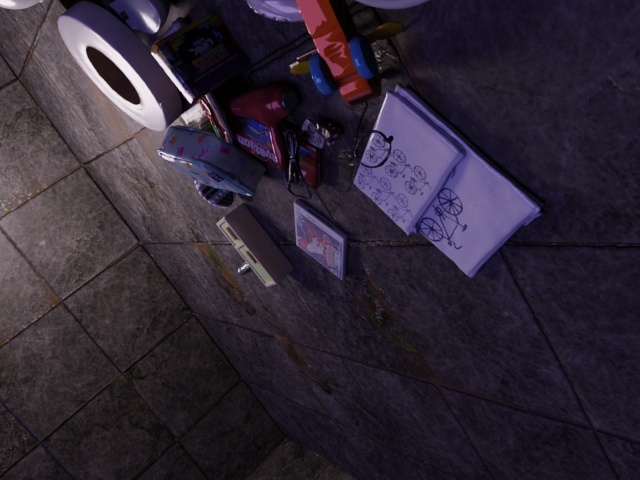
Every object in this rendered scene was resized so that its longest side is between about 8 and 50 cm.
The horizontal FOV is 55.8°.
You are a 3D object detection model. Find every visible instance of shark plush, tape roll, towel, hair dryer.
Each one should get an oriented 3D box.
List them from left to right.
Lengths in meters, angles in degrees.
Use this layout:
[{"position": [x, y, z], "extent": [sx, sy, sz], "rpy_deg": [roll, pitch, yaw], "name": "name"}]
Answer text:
[{"position": [-0.542, -0.465, 1.649], "extent": [0.392, 0.072, 0.392], "rpy_deg": [35, 160, 15], "name": "tape roll"}, {"position": [-0.333, -0.408, 1.614], "extent": [0.312, 0.056, 0.324], "rpy_deg": [54, 153, -18], "name": "towel"}, {"position": [-0.241, 0.100, 2.139], "extent": [0.161, 0.067, 0.073], "rpy_deg": [8, 133, 55], "name": "shark plush"}, {"position": [-0.105, -0.240, 1.355], "extent": [0.293, 0.080, 0.224], "rpy_deg": [44, 128, 18], "name": "hair dryer"}]

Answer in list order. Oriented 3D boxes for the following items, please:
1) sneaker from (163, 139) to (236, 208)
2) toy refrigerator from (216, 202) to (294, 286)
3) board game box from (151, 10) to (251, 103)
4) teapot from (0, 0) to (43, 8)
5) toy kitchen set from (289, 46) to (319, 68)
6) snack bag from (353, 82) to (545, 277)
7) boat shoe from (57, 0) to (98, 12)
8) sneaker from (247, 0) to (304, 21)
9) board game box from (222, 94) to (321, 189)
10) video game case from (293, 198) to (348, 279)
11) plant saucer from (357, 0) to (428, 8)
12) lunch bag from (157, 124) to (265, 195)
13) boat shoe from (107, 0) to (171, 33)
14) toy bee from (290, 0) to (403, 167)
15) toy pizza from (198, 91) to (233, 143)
[{"position": [-0.365, -0.227, 1.866], "extent": [0.292, 0.110, 0.118], "rpy_deg": [52, -176, -25], "name": "sneaker"}, {"position": [-0.214, 0.020, 1.954], "extent": [0.269, 0.094, 0.102], "rpy_deg": [53, 155, -7], "name": "toy refrigerator"}, {"position": [-0.263, -0.408, 1.342], "extent": [0.141, 0.170, 0.048], "rpy_deg": [51, 153, -7], "name": "board game box"}, {"position": [-0.856, -0.795, 1.756], "extent": [0.256, 0.187, 0.253], "rpy_deg": [49, 133, 41], "name": "teapot"}, {"position": [0.005, -0.324, 1.126], "extent": [0.068, 0.083, 0.075], "rpy_deg": [1, 127, 59], "name": "toy kitchen set"}, {"position": [0.221, -0.091, 1.163], "extent": [0.342, 0.037, 0.323], "rpy_deg": [44, 154, 11], "name": "snack bag"}, {"position": [-0.693, -0.660, 1.752], "extent": [0.104, 0.110, 0.307], "rpy_deg": [9, 134, 53], "name": "boat shoe"}, {"position": [-0.103, -0.495, 1.041], "extent": [0.297, 0.111, 0.129], "rpy_deg": [44, 150, 8], "name": "sneaker"}, {"position": [-0.117, -0.238, 1.471], "extent": [0.281, 0.027, 0.145], "rpy_deg": [31, 151, 20], "name": "board game box"}, {"position": [0.000, 0.000, 1.662], "extent": [0.183, 0.023, 0.201], "rpy_deg": [37, 153, 24], "name": "video game case"}, {"position": [0.071, -0.501, 0.752], "extent": [0.400, 0.100, 0.400], "rpy_deg": [37, 152, 24], "name": "plant saucer"}, {"position": [-0.296, -0.211, 1.658], "extent": [0.279, 0.108, 0.224], "rpy_deg": [20, 169, 42], "name": "lunch bag"}, {"position": [-0.417, -0.563, 1.454], "extent": [0.113, 0.105, 0.306], "rpy_deg": [56, 161, -25], "name": "boat shoe"}, {"position": [0.044, -0.292, 1.030], "extent": [0.195, 0.162, 0.298], "rpy_deg": [5, 114, 17], "name": "toy bee"}, {"position": [-0.269, -0.321, 1.459], "extent": [0.201, 0.032, 0.201], "rpy_deg": [59, 172, 13], "name": "toy pizza"}]
